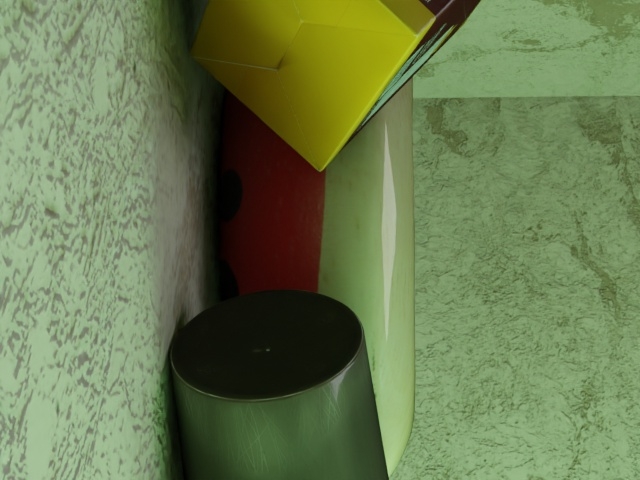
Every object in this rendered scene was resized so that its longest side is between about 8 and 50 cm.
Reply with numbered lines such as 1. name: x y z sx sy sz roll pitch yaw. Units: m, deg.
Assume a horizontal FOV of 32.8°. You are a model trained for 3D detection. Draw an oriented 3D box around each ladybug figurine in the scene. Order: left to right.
1. ladybug figurine: 0.000 0.000 0.948 0.305 0.162 0.449 39 50 -86

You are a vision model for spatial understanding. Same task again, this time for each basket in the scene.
1. basket: -0.023 0.161 0.756 0.204 0.154 0.227 -77 163 -60

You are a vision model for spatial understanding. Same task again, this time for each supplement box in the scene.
1. supplement box: 0.038 -0.186 0.733 0.194 0.129 0.191 -48 179 -27
